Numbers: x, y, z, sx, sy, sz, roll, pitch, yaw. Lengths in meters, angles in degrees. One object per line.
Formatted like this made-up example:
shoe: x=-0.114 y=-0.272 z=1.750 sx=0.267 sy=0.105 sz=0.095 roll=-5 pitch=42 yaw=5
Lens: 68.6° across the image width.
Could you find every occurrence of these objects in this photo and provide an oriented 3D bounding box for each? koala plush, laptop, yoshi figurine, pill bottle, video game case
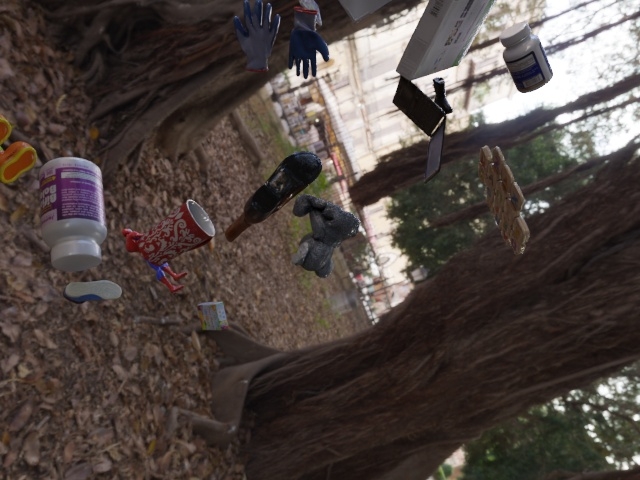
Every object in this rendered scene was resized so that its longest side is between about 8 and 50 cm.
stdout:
koala plush: x=0.000 y=0.000 z=1.461 sx=0.203 sy=0.222 sz=0.196 roll=20 pitch=-9 yaw=42
laptop: x=0.282 y=-0.323 z=1.406 sx=0.264 sy=0.136 sz=0.234 roll=44 pitch=-1 yaw=3
yoshi figurine: x=-0.768 y=-0.269 z=0.963 sx=0.203 sy=0.361 sz=0.204 roll=-46 pitch=159 yaw=-70
pill bottle: x=-0.711 y=-0.072 z=1.351 sx=0.169 sy=0.169 sz=0.302 roll=59 pitch=15 yaw=-68
pill bottle: x=0.617 y=-0.553 z=1.417 sx=0.187 sy=0.112 sz=0.112 roll=51 pitch=12 yaw=-26
video game case: x=-0.036 y=-0.767 z=1.524 sx=0.122 sy=0.011 sz=0.087 roll=21 pitch=54 yaw=-57

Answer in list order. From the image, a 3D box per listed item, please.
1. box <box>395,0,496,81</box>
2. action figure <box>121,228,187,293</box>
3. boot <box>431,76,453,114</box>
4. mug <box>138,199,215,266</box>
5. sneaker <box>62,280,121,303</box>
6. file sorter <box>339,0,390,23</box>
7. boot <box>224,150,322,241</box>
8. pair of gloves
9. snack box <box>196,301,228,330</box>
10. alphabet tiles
box: x=0.331 y=-0.538 z=1.182 sx=0.058 sy=0.322 sz=0.232 roll=41 pitch=-48 yaw=16
action figure: x=-0.514 y=0.039 z=1.501 sx=0.280 sy=0.092 sz=0.139 roll=37 pitch=33 yaw=16
boot: x=0.424 y=-0.507 z=1.633 sx=0.121 sy=0.045 sz=0.099 roll=-109 pitch=-176 yaw=-48
mug: x=-0.368 y=-0.002 z=1.230 sx=0.150 sy=0.169 sz=0.113 roll=53 pitch=8 yaw=-37
sneaker: x=-0.673 y=0.153 z=1.380 sx=0.152 sy=0.084 sz=0.058 roll=4 pitch=72 yaw=-39
file sorter: x=0.081 y=-0.695 z=1.062 sx=0.277 sy=0.192 sz=0.173 roll=41 pitch=35 yaw=-43
boot: x=-0.132 y=-0.113 z=1.305 sx=0.096 sy=0.264 sz=0.280 roll=41 pitch=-27 yaw=-8
pair of gloves: x=-0.077 y=-0.410 z=0.966 sx=0.159 sy=0.198 sz=0.023 roll=96 pitch=-1 yaw=-54
snack box: x=-0.405 y=0.283 z=1.755 sx=0.037 sy=0.141 sz=0.101 roll=-17 pitch=95 yaw=-43
alphabet tiles: x=0.485 y=-0.109 z=1.259 sx=0.278 sy=0.021 sz=0.284 roll=60 pitch=14 yaw=-62
